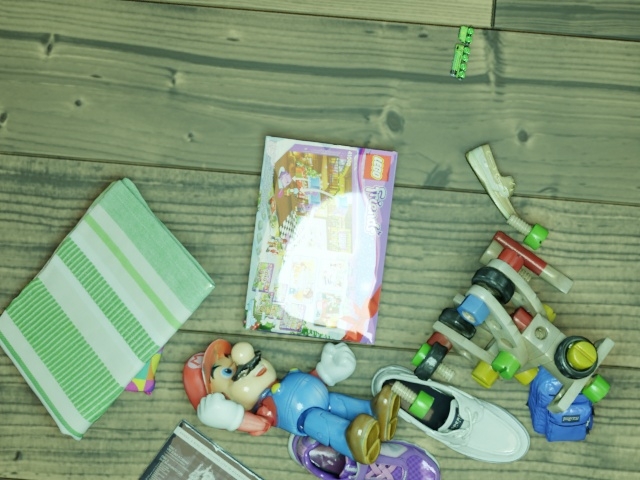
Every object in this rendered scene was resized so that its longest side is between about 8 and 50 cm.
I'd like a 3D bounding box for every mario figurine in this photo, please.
[{"bbox_3d":[-0.054,0.209,1.721,0.320,0.198,0.170,12,82,21],"label":"mario figurine"}]

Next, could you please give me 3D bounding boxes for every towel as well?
[{"bbox_3d":[-0.324,0.100,1.748,0.325,0.038,0.248,-48,64,12],"label":"towel"}]

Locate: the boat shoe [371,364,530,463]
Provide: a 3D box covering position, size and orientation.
[{"bbox_3d":[0.194,0.268,1.791,0.258,0.084,0.095,21,91,1],"label":"boat shoe"}]

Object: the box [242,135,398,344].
[{"bbox_3d":[0.000,0.000,1.804,0.200,0.057,0.293,7,91,1],"label":"box"}]

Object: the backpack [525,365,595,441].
[{"bbox_3d":[0.362,0.230,1.764,0.097,0.101,0.120,-6,125,-4],"label":"backpack"}]

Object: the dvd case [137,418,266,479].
[{"bbox_3d":[-0.210,0.410,1.831,0.164,0.018,0.221,36,92,1],"label":"dvd case"}]

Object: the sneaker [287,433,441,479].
[{"bbox_3d":[0.065,0.336,1.785,0.236,0.104,0.095,16,89,-1],"label":"sneaker"}]

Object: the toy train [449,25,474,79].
[{"bbox_3d":[0.215,-0.285,1.820,0.023,0.017,0.083,12,91,10],"label":"toy train"}]

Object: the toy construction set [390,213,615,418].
[{"bbox_3d":[0.301,0.127,1.697,0.237,0.309,0.257,35,135,4],"label":"toy construction set"}]

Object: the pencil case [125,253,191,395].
[{"bbox_3d":[-0.266,0.112,1.792,0.104,0.104,0.236,17,93,0],"label":"pencil case"}]

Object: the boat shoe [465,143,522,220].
[{"bbox_3d":[0.270,-0.084,1.804,0.045,0.050,0.135,-32,90,6],"label":"boat shoe"}]
